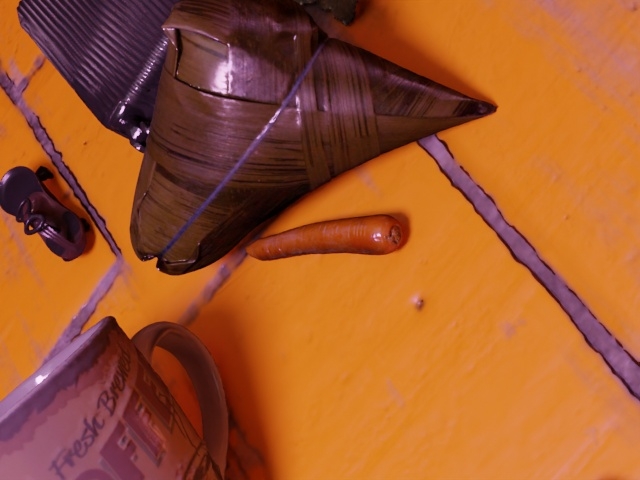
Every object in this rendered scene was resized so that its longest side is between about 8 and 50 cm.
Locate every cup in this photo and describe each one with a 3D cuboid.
[{"bbox_3d":[-0.173,0.212,1.280,0.257,0.301,0.227,51,135,-8],"label":"cup"}]

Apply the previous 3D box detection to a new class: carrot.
[{"bbox_3d":[0.000,0.000,1.318,0.190,0.037,0.037,-6,72,44],"label":"carrot"}]

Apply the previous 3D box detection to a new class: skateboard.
[{"bbox_3d":[-0.311,-0.032,1.568,0.151,0.080,0.067,41,98,39],"label":"skateboard"}]

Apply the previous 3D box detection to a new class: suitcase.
[{"bbox_3d":[-0.182,-0.225,1.483,0.202,0.128,0.312,-55,49,13],"label":"suitcase"}]

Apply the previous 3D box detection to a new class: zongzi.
[{"bbox_3d":[-0.015,-0.068,1.308,0.300,0.138,0.286,19,120,5],"label":"zongzi"}]

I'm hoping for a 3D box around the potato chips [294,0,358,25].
[{"bbox_3d":[0.029,-0.294,1.372,0.228,0.059,0.167,17,94,38],"label":"potato chips"}]
